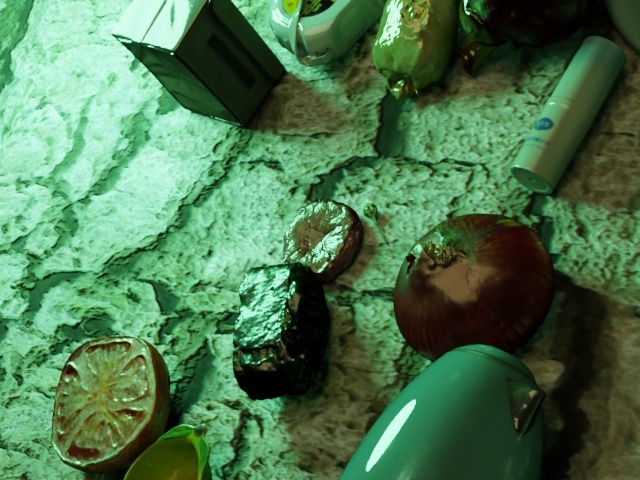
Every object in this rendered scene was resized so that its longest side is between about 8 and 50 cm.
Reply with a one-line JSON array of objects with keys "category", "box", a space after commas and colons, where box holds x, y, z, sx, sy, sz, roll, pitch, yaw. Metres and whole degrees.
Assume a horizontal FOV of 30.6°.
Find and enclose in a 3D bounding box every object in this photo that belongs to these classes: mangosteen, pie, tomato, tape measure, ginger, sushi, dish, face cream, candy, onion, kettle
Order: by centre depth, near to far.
[{"category": "kettle", "box": [0.147, 0.294, 1.539, 0.319, 0.247, 0.342, -14, 41, 55]}, {"category": "onion", "box": [0.213, 0.068, 1.685, 0.248, 0.161, 0.248, -5, 80, 28]}, {"category": "dish", "box": [-0.219, 0.378, 1.780, 0.208, 0.080, 0.149, -51, 45, -6]}, {"category": "face cream", "box": [0.381, -0.194, 1.796, 0.077, 0.077, 0.250, 20, 72, 38]}, {"category": "sushi", "box": [-0.057, 0.139, 1.810, 0.127, 0.124, 0.225, -13, 49, 23]}, {"category": "candy", "box": [0.093, -0.027, 1.900, 0.025, 0.023, 0.083, -24, 56, -4]}, {"category": "mangosteen", "box": [0.314, -0.396, 1.902, 0.289, 0.231, 0.231, -48, 38, 42]}, {"category": "tomato", "box": [-0.333, 0.270, 1.909, 0.236, 0.095, 0.237, -14, 58, 24]}, {"category": "pie", "box": [0.000, 0.000, 1.922, 0.153, 0.038, 0.153, -15, 56, 23]}, {"category": "ginger", "box": [0.173, -0.369, 1.995, 0.138, 0.152, 0.267, 16, 73, 28]}, {"category": "tape measure", "box": [0.004, -0.426, 2.144, 0.197, 0.120, 0.236, 33, 75, 35]}]

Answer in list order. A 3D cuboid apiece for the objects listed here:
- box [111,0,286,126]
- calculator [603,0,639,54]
[{"category": "box", "box": [-0.220, -0.346, 2.138, 0.188, 0.252, 0.153, 22, 75, 38]}, {"category": "calculator", "box": [0.545, -0.394, 1.853, 0.185, 0.041, 0.299, -24, 50, 16]}]
